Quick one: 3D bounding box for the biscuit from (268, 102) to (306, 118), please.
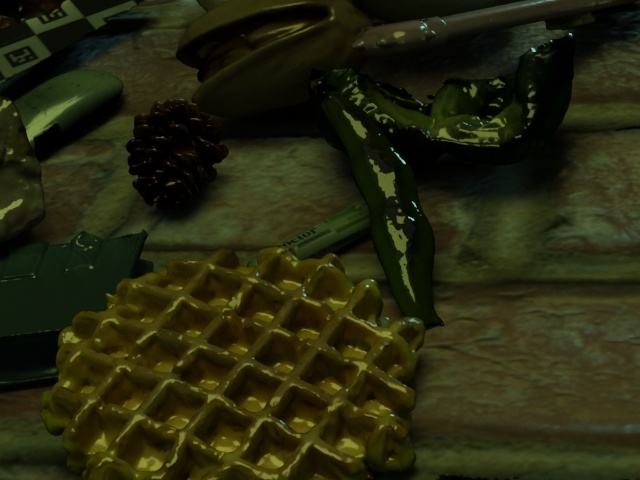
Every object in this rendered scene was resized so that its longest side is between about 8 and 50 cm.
[{"bbox_3d":[-0.029,-0.158,1.852,0.082,0.016,0.092,-5,41,25],"label":"biscuit"}]

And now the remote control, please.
[{"bbox_3d":[-0.323,-0.121,1.879,0.256,0.045,0.097,-36,40,-26],"label":"remote control"}]

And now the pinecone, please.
[{"bbox_3d":[-0.143,-0.079,1.722,0.102,0.102,0.109,-4,63,14],"label":"pinecone"}]

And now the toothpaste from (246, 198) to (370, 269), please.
[{"bbox_3d":[0.000,0.000,1.607,0.197,0.029,0.048,-28,37,-26],"label":"toothpaste"}]

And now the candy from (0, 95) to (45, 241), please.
[{"bbox_3d":[-0.370,-0.059,1.675,0.185,0.137,0.195,-15,8,-17],"label":"candy"}]

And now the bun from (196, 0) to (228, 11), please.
[{"bbox_3d":[-0.048,-0.322,1.994,0.231,0.133,0.231,-8,59,14],"label":"bun"}]

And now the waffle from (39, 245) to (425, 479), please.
[{"bbox_3d":[-0.074,0.114,1.396,0.329,0.062,0.329,-2,44,2],"label":"waffle"}]

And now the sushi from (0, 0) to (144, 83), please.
[{"bbox_3d":[-0.420,-0.247,2.089,0.320,0.069,0.339,30,52,35],"label":"sushi"}]

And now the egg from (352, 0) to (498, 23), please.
[{"bbox_3d":[0.088,-0.322,1.825,0.253,0.186,0.186,24,39,-3],"label":"egg"}]

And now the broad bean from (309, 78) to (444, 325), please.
[{"bbox_3d":[0.059,-0.044,1.568,0.060,0.043,0.297,-12,54,-11],"label":"broad bean"}]

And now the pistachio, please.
[{"bbox_3d":[-0.047,-0.197,1.799,0.206,0.131,0.129,-18,70,16],"label":"pistachio"}]

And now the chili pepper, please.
[{"bbox_3d":[0.113,-0.118,1.683,0.264,0.116,0.148,2,48,23],"label":"chili pepper"}]

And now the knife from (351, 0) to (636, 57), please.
[{"bbox_3d":[0.191,-0.221,1.755,0.398,0.038,0.132,-14,7,-35],"label":"knife"}]

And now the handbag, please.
[{"bbox_3d":[-0.272,0.061,1.587,0.229,0.062,0.179,-8,31,8],"label":"handbag"}]
